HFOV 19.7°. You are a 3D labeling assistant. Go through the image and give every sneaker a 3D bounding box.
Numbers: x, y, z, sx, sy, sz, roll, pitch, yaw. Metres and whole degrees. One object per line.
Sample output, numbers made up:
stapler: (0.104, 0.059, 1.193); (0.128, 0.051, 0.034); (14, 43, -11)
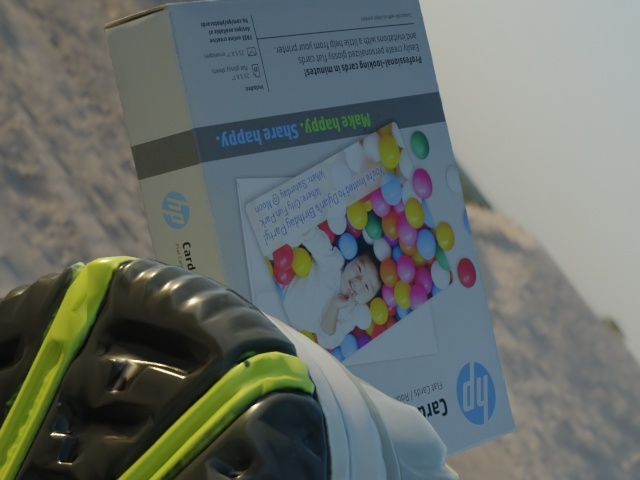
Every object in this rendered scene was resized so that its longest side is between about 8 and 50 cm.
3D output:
sneaker: (-0.124, 0.132, 0.499); (0.147, 0.384, 0.145); (31, 49, -46)

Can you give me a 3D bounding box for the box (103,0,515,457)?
box: (0.000, 0.000, 0.701); (0.145, 0.038, 0.186); (-12, 91, -48)
